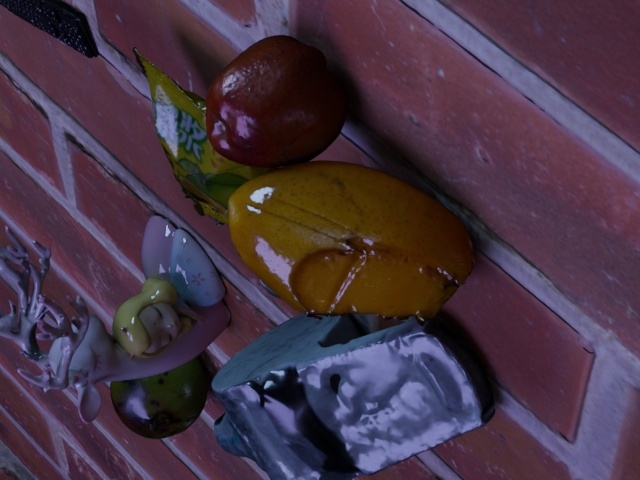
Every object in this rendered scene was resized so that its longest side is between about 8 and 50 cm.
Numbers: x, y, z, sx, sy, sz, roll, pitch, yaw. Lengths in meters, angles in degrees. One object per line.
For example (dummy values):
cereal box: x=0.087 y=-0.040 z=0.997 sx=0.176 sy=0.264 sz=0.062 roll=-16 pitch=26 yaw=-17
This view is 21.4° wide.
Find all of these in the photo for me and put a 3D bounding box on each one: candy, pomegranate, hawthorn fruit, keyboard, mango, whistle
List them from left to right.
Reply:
keyboard: x=-0.369 y=-0.300 z=2.202 sx=0.231 sy=0.023 sz=0.072 roll=33 pitch=152 yaw=39
pomegranate: x=-0.260 y=0.211 z=2.557 sx=0.220 sy=0.156 sz=0.156 roll=33 pitch=150 yaw=47
candy: x=-0.119 y=-0.086 z=1.966 sx=0.187 sy=0.081 sz=0.297 roll=35 pitch=160 yaw=32
hawthorn fruit: x=-0.048 y=-0.133 z=1.687 sx=0.133 sy=0.138 sz=0.133 roll=46 pitch=157 yaw=26
whistle: x=0.020 y=0.187 z=1.943 sx=0.168 sy=0.188 sz=0.405 roll=58 pitch=156 yaw=-11
mango: x=0.027 y=0.002 z=1.669 sx=0.252 sy=0.154 sz=0.126 roll=18 pitch=-172 yaw=6

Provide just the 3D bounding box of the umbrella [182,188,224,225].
umbrella: x=-0.148 y=-0.052 z=2.132 sx=0.020 sy=0.031 sz=0.083 roll=-27 pitch=103 yaw=34

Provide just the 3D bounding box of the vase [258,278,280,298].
vase: x=0.000 y=0.000 z=1.769 sx=0.081 sy=0.149 sz=0.081 roll=42 pitch=155 yaw=26

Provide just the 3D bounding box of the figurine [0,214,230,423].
figurine: x=-0.302 y=0.084 z=2.247 sx=0.206 sy=0.316 sz=0.284 roll=26 pitch=144 yaw=38
